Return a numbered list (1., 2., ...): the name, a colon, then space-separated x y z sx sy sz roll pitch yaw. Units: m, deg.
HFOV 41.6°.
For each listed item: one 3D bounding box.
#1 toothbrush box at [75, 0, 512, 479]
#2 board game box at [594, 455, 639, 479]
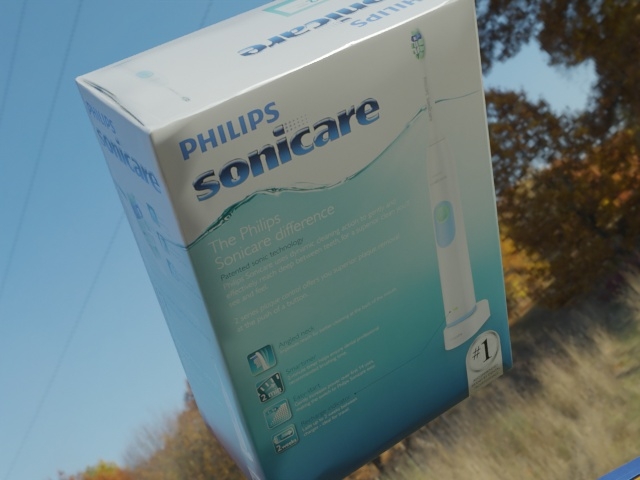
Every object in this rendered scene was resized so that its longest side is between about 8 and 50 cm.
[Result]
1. toothbrush box: 0.000 0.000 0.565 0.216 0.126 0.296 -28 -54 -21
2. board game box: 0.107 0.169 0.337 0.201 0.136 0.035 -31 22 5
